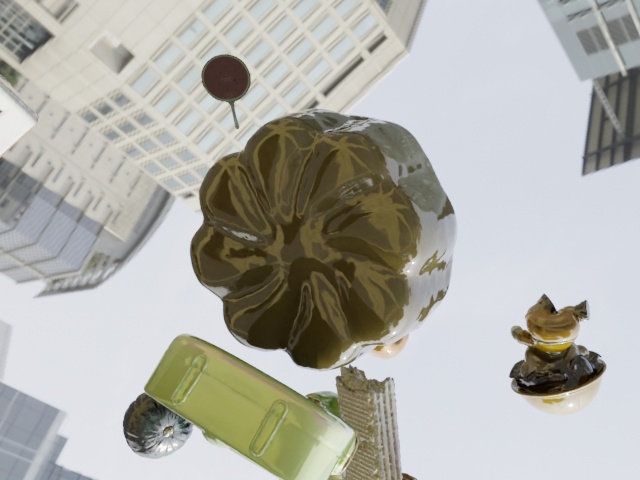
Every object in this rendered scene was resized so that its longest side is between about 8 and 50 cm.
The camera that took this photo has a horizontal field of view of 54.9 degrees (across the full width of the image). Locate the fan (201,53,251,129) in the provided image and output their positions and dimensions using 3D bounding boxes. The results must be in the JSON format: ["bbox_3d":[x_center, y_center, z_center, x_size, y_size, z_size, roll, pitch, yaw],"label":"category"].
[{"bbox_3d":[-0.157,-0.256,1.060,0.085,0.133,0.005,-12,179,-12],"label":"fan"}]

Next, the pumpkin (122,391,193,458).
[{"bbox_3d":[-0.425,0.480,1.622,0.150,0.194,0.194,-17,-136,47],"label":"pumpkin"}]

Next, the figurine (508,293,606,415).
[{"bbox_3d":[0.474,0.243,1.249,0.192,0.256,0.167,-11,-144,19],"label":"figurine"}]

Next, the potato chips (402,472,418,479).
[{"bbox_3d":[0.189,0.660,1.505,0.208,0.062,0.195,-43,-151,24],"label":"potato chips"}]

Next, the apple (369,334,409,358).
[{"bbox_3d":[0.176,0.254,1.795,0.199,0.199,0.199,-28,-141,26],"label":"apple"}]

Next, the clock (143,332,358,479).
[{"bbox_3d":[-0.066,0.232,0.788,0.235,0.308,0.096,23,-107,22],"label":"clock"}]

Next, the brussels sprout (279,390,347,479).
[{"bbox_3d":[-0.003,0.583,1.681,0.268,0.344,0.344,-6,-131,18],"label":"brussels sprout"}]

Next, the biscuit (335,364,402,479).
[{"bbox_3d":[0.082,0.340,1.060,0.108,0.062,0.238,2,-81,54],"label":"biscuit"}]

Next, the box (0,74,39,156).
[{"bbox_3d":[-0.507,-0.101,0.485,0.385,0.344,0.122,-46,-134,-8],"label":"box"}]

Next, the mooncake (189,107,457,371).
[{"bbox_3d":[0.000,0.000,0.885,0.379,0.378,0.201,-24,179,31],"label":"mooncake"}]
